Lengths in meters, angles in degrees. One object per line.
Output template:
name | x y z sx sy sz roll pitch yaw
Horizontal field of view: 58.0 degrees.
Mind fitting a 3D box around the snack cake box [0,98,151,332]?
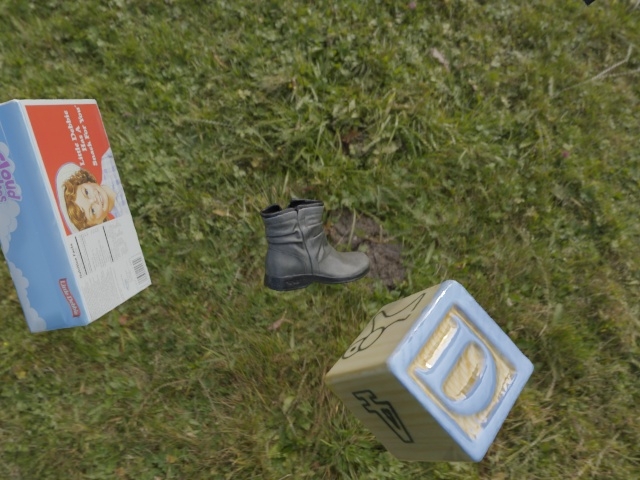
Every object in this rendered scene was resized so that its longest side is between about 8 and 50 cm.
snack cake box | -0.320 -0.037 0.722 0.089 0.152 0.264 -10 101 16

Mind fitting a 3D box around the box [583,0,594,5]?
box | 0.376 -0.460 0.770 0.220 0.175 0.051 41 34 -21

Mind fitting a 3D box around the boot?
boot | 0.000 0.000 1.090 0.247 0.083 0.161 -7 106 -36

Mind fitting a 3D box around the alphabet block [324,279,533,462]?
alphabet block | 0.160 0.204 0.885 0.193 0.197 0.192 49 59 -4
